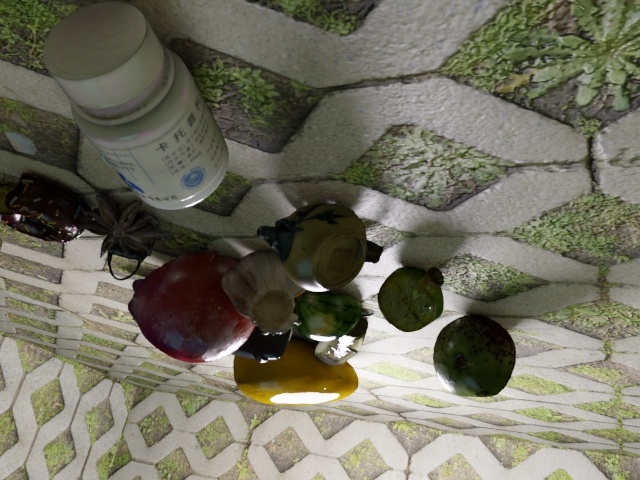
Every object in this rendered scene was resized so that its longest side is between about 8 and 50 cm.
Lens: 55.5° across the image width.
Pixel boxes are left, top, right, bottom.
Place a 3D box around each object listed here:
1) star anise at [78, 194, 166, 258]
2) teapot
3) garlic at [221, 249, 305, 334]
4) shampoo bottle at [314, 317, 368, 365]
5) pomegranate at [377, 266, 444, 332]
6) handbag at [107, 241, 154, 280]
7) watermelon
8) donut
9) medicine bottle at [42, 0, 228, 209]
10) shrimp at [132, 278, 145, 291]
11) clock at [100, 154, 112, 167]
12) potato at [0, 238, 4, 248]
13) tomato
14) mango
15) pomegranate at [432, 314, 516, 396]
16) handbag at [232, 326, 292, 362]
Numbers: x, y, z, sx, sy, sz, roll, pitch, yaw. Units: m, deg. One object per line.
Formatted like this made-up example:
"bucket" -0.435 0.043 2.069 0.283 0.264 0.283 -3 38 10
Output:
"star anise" -0.454 -0.035 1.377 0.182 0.065 0.195 -12 133 10
"teapot" 0.000 0.000 1.176 0.269 0.173 0.182 2 -155 -41
"garlic" -0.117 0.151 1.453 0.207 0.207 0.257 4 138 19
"shampoo bottle" 0.066 0.311 1.883 0.125 0.084 0.350 18 155 -6
"pomegranate" 0.213 0.118 1.351 0.169 0.143 0.122 -49 163 22
"handbag" -0.468 0.029 1.464 0.115 0.139 0.072 16 168 -12
"watermelon" 0.010 0.207 1.632 0.204 0.127 0.232 -4 156 27
"donut" -0.646 -0.064 1.401 0.230 0.096 0.216 -2 152 29
"medicine bottle" -0.248 -0.180 0.860 0.170 0.170 0.293 6 154 15
"shrimp" -0.477 0.146 1.817 0.190 0.075 0.073 10 137 21
"clock" -0.357 -0.160 1.114 0.135 0.041 0.101 13 156 3
"potato" -1.004 -0.018 1.672 0.251 0.113 0.149 14 150 -23
"tomato" -0.298 0.182 1.519 0.334 0.176 0.290 26 112 -37
"mango" -0.085 0.460 2.118 0.445 0.232 0.300 11 154 -14
"pomegranate" 0.406 0.288 1.559 0.214 0.214 0.247 -5 -175 35
"handbag" -0.210 0.261 1.799 0.254 0.181 0.181 15 163 -6
